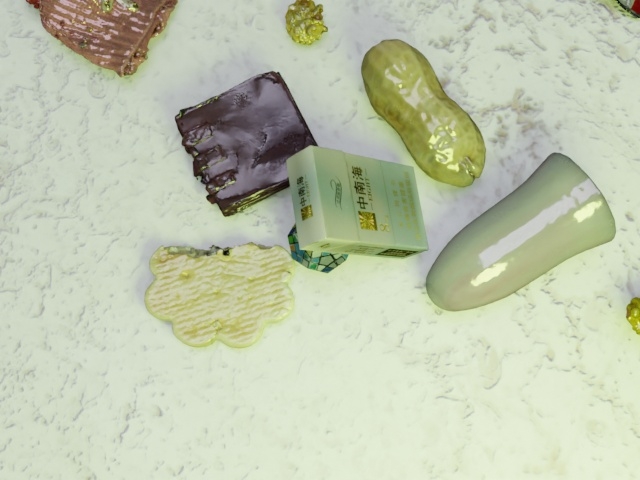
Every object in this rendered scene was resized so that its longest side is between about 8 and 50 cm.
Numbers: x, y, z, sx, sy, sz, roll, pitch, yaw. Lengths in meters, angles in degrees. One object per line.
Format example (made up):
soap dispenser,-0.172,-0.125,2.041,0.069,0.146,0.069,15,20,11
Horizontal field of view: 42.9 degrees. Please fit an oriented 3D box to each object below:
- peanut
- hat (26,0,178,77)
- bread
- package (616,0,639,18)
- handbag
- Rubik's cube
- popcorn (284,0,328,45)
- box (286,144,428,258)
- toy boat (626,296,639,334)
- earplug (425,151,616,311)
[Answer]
peanut,0.176,-0.215,1.395,0.130,0.130,0.290,-34,84,-8
hat,-0.417,-0.438,1.470,0.286,0.107,0.237,23,66,2
bread,-0.167,0.091,1.358,0.250,0.039,0.182,-1,75,0
package,0.521,-0.520,1.521,0.239,0.030,0.154,26,76,7
handbag,-0.126,-0.166,1.411,0.216,0.074,0.203,-28,76,-5
Rubik's cube,0.000,0.000,1.353,0.111,0.111,0.093,-14,51,-3
popcorn,-0.025,-0.396,1.480,0.083,0.057,0.082,17,77,2
box,0.063,-0.056,1.307,0.242,0.067,0.155,5,68,-43
toy boat,0.639,0.133,1.310,0.317,0.099,0.141,3,77,-1
earplug,0.303,0.011,1.319,0.301,0.172,0.172,-34,77,-3
